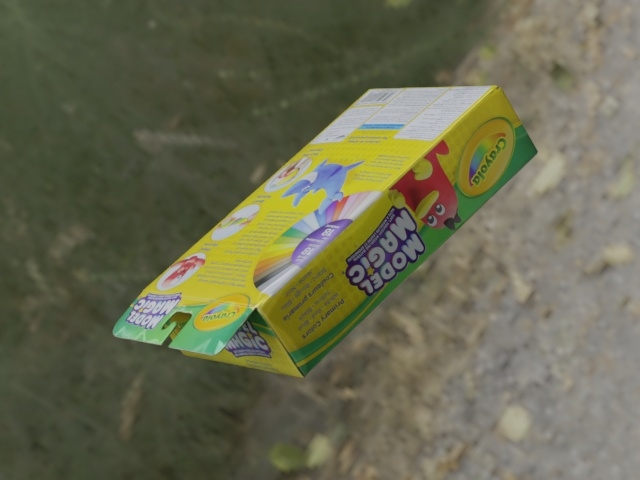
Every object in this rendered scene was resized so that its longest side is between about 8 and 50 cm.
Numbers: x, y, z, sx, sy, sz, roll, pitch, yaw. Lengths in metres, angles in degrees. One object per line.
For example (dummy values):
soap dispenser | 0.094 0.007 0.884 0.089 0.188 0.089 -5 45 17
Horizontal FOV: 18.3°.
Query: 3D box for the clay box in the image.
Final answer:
clay box | 0.000 0.000 1.080 0.222 0.053 0.127 -43 24 -23
